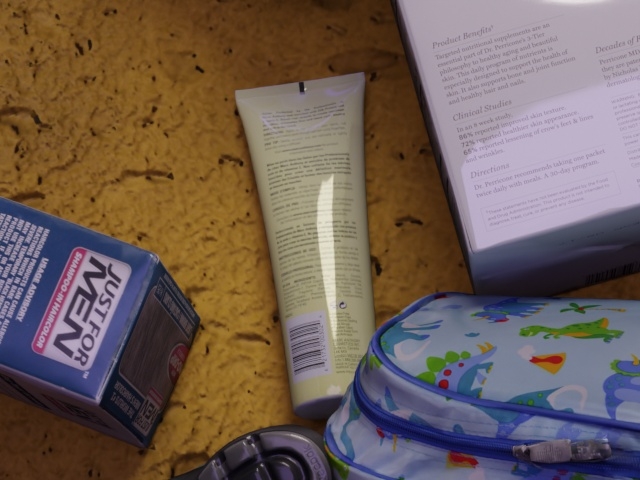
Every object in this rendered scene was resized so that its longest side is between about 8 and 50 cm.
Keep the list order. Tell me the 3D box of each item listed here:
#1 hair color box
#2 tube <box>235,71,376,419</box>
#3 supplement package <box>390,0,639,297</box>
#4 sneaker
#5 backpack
[{"bbox_3d":[-0.265,0.018,1.235,0.347,0.174,0.105,20,78,10],"label":"hair color box"},{"bbox_3d":[0.000,0.000,1.275,0.070,0.062,0.240,6,67,-35],"label":"tube"},{"bbox_3d":[0.159,-0.118,1.209,0.199,0.198,0.262,-16,75,3],"label":"supplement package"},{"bbox_3d":[-0.095,0.205,1.212,0.267,0.106,0.101,-25,80,11],"label":"sneaker"},{"bbox_3d":[0.177,0.149,1.084,0.356,0.290,0.273,-12,102,33],"label":"backpack"}]
